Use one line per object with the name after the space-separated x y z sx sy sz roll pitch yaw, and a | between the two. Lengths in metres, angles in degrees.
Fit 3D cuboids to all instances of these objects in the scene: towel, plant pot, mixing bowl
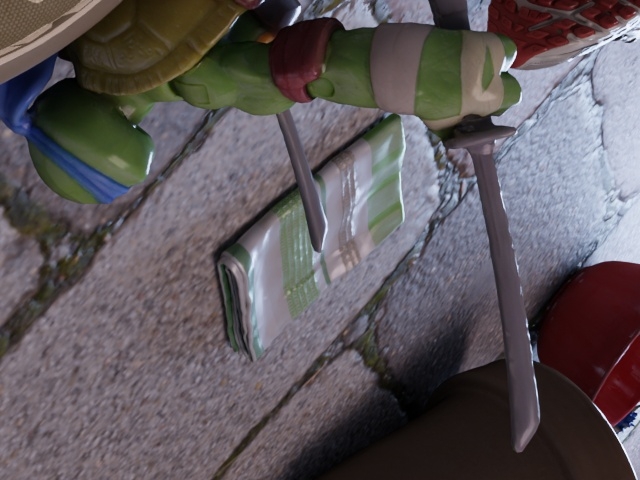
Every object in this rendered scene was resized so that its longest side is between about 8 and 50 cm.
0.000 0.000 0.930 0.152 0.023 0.113 -40 153 -23 | towel
0.095 0.245 1.202 0.229 0.263 0.263 -12 138 -27 | plant pot
0.269 0.087 1.407 0.181 0.098 0.181 -39 151 -26 | mixing bowl

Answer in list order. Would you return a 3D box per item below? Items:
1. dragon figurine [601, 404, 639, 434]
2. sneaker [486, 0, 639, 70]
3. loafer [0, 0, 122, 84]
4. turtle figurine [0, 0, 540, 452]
0.240 0.183 1.502 0.144 0.085 0.289 -54 155 5 | dragon figurine
0.188 -0.157 0.961 0.225 0.088 0.093 -32 150 -35 | sneaker
-0.142 -0.092 0.479 0.268 0.102 0.092 -47 160 -9 | loafer
0.016 -0.108 0.621 0.266 0.274 0.198 -60 -172 8 | turtle figurine
